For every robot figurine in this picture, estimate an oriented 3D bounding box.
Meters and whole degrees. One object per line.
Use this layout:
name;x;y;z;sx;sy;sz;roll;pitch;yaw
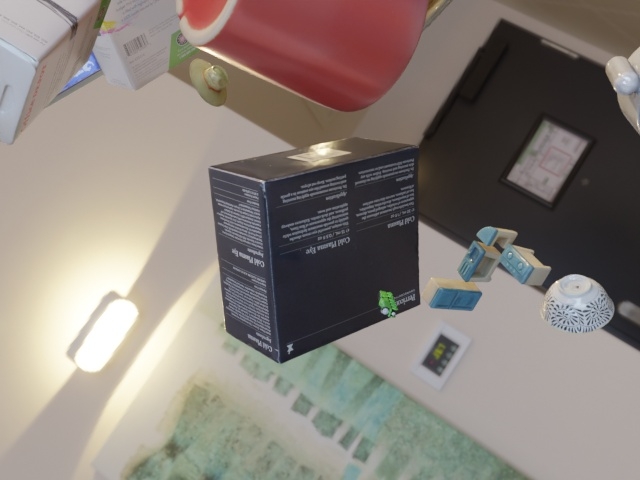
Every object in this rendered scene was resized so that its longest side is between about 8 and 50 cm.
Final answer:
robot figurine;0.657;-0.253;1.245;0.353;0.299;0.200;-72;-2;-61

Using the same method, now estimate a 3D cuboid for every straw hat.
straw hat;-0.289;-0.447;1.926;0.061;0.145;0.144;-21;3;33

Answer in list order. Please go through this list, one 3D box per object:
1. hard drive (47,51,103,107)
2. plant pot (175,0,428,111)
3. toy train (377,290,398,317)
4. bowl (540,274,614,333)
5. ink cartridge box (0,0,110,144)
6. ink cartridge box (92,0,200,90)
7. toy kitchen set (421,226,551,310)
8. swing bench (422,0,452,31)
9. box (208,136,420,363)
hard drive;-0.687;-0.491;1.673;0.210;0.319;0.040;-33;-1;-9
plant pot;-0.039;-0.321;0.910;0.243;0.275;0.275;5;-60;-36
toy train;0.099;0.095;1.047;0.083;0.023;0.017;-93;18;-76
bowl;0.607;0.134;1.661;0.170;0.170;0.080;-44;-48;-35
ink cartridge box;-0.462;-0.318;1.132;0.198;0.114;0.273;-47;18;43
ink cartridge box;-0.412;-0.523;1.462;0.207;0.119;0.354;-42;-45;-28
toy kitchen set;0.331;0.088;1.413;0.122;0.166;0.207;7;-59;-30
swing bench;0.209;-0.560;1.479;0.253;0.165;0.254;-45;-31;17
box;0.000;0.000;1.250;0.343;0.179;0.313;-16;-68;-35
